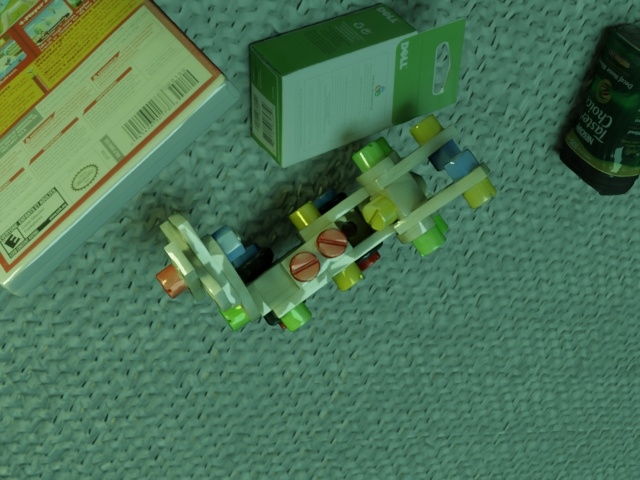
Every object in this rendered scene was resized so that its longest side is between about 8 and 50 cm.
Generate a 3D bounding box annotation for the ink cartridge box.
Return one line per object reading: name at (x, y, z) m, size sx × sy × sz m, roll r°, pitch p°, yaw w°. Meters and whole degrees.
ink cartridge box at (0.036, -0.159, 1.313) m, size 0.209 × 0.062 × 0.109 m, roll -22°, pitch 136°, yaw -24°

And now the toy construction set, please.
toy construction set at (0.000, 0.000, 1.330) m, size 0.328 × 0.151 × 0.215 m, roll -21°, pitch -179°, yaw -9°

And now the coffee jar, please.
coffee jar at (0.345, -0.146, 1.554) m, size 0.079 × 0.096 × 0.184 m, roll -4°, pitch 127°, yaw -33°

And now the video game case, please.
video game case at (-0.204, -0.113, 0.982) m, size 0.204 × 0.285 × 0.025 m, roll -43°, pitch 141°, yaw 0°
